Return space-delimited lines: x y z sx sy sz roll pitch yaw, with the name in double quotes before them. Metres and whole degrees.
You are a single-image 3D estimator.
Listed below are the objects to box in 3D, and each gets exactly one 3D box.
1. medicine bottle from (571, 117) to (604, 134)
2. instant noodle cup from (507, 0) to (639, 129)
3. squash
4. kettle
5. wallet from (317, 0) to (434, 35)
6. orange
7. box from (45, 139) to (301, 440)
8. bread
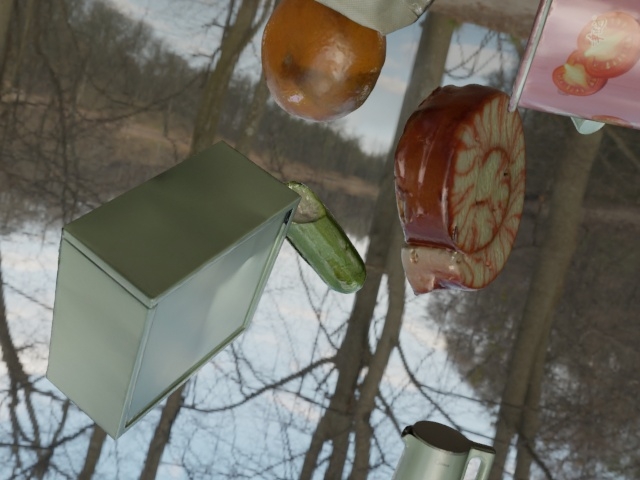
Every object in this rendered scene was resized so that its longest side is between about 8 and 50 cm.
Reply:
"medicine bottle" 0.406 -0.210 1.179 0.047 0.083 0.047 -12 152 -7
"instant noodle cup" 0.338 -0.217 0.780 0.231 0.242 0.243 18 -175 10
"squash" 0.000 0.000 1.016 0.069 0.069 0.239 16 157 38
"kettle" 0.164 0.349 1.093 0.127 0.147 0.098 23 -167 25
"wallet" 0.104 -0.446 1.044 0.275 0.335 0.068 31 -157 -33
"orange" 0.009 -0.319 1.293 0.171 0.240 0.240 -6 -164 -43
"box" -0.159 0.047 0.791 0.117 0.225 0.225 36 -138 14
"bread" 0.229 -0.087 1.216 0.114 0.327 0.295 12 -139 35
